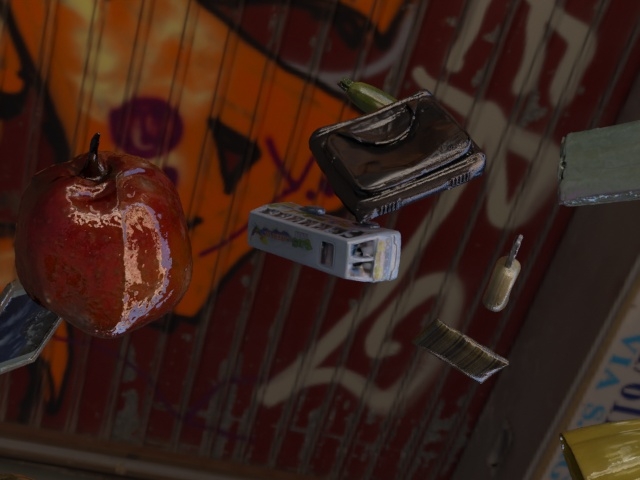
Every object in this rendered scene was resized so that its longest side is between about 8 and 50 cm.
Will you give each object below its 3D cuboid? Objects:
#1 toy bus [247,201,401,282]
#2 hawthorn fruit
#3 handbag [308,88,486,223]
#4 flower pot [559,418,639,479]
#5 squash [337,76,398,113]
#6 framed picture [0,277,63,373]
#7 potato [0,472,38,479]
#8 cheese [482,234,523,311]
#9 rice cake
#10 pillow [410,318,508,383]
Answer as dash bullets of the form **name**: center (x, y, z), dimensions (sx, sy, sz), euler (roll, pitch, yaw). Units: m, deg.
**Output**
- **toy bus**: center (0.000, 0.000, 1.563), dimensions (0.329, 0.136, 0.109), euler (16, -75, 45)
- **hawthorn fruit**: center (-0.303, -0.019, 1.129), dimensions (0.254, 0.254, 0.300), euler (-89, -171, -48)
- **handbag**: center (0.136, -0.166, 1.464), dimensions (0.088, 0.275, 0.244), euler (75, -11, -47)
- **flower pot**: center (0.520, 0.389, 1.338), dimensions (0.195, 0.179, 0.195), euler (-22, 90, -84)
- **squash**: center (0.153, -0.311, 1.891), dimensions (0.066, 0.252, 0.066), euler (-54, -164, 23)
- **framed picture**: center (-0.510, 0.144, 1.364), dimensions (0.281, 0.019, 0.209), euler (-50, 166, 27)
- **potato**: center (-0.412, 0.393, 1.025), dimensions (0.160, 0.178, 0.235), euler (-100, -155, -50)
- **cheese**: center (0.359, 0.059, 1.540), dimensions (0.092, 0.047, 0.171), euler (-40, 149, -64)
- **rice cake**: center (0.422, -0.105, 1.084), dimensions (0.211, 0.038, 0.124), euler (-10, -119, 40)
- **pillow**: center (0.321, 0.256, 1.847), dimensions (0.113, 0.203, 0.038), euler (-51, -169, 43)
